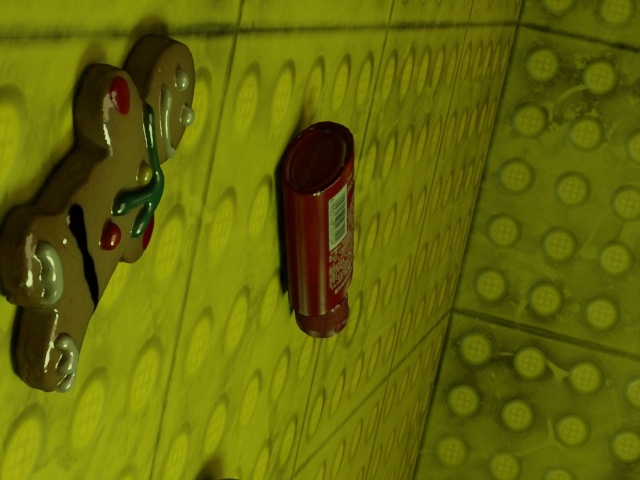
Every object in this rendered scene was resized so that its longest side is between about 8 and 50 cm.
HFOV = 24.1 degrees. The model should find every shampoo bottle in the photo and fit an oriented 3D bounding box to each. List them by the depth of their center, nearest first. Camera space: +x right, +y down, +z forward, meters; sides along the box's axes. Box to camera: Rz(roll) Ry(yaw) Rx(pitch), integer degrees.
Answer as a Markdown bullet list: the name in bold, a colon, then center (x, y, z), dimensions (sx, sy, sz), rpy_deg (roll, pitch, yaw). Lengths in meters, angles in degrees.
- **shampoo bottle**: center (-0.001, 0.000, 1.801), dimensions (0.314, 0.076, 0.118), rpy_deg (89, 19, -52)

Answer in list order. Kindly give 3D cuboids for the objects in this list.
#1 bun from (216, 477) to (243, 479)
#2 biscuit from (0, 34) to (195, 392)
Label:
- **bun**: center (-0.102, 0.372, 1.697), dimensions (0.195, 0.118, 0.195), rpy_deg (18, 90, -77)
- **biscuit**: center (-0.158, -0.041, 1.150), dimensions (0.197, 0.049, 0.302), rpy_deg (93, 16, -49)
